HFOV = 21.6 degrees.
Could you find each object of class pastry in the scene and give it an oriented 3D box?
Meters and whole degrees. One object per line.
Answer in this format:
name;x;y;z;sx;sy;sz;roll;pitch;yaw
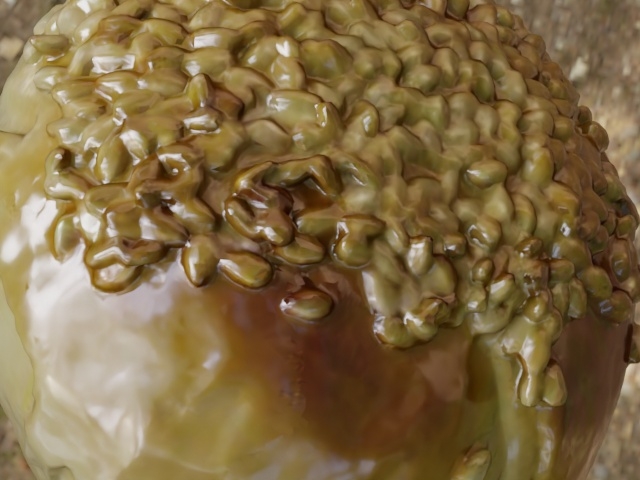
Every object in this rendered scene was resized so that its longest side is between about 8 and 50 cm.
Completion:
pastry;0.000;0.000;0.902;0.409;0.410;0.245;33;136;-11
